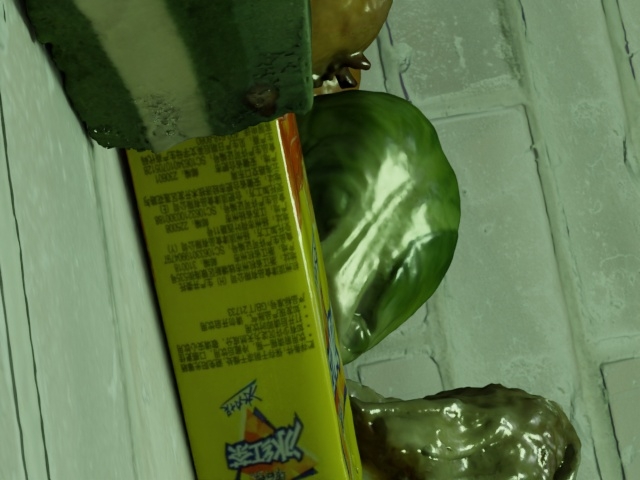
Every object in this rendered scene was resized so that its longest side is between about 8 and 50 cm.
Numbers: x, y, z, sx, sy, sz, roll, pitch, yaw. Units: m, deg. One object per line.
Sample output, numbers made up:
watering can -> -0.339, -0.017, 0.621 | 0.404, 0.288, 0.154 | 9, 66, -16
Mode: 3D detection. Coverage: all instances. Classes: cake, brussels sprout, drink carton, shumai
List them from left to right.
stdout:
cake -> -0.085, -0.147, 0.753 | 0.172, 0.158, 0.284 | -94, 175, -61
drink carton -> -0.051, 0.045, 1.045 | 0.154, 0.111, 0.351 | -85, 165, -76
brussels sprout -> 0.000, 0.000, 1.242 | 0.210, 0.219, 0.271 | 61, 31, -22
shumai -> 0.070, 0.193, 1.369 | 0.262, 0.314, 0.267 | 59, -3, -31

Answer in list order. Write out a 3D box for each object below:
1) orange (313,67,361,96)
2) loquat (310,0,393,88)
orange -> -0.036, -0.200, 1.663 | 0.179, 0.158, 0.237 | -87, 165, -83
loquat -> -0.043, -0.236, 1.265 | 0.193, 0.238, 0.238 | -11, 90, -45
